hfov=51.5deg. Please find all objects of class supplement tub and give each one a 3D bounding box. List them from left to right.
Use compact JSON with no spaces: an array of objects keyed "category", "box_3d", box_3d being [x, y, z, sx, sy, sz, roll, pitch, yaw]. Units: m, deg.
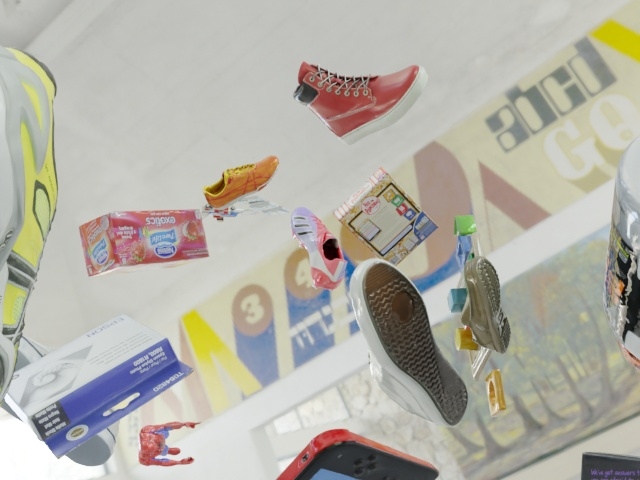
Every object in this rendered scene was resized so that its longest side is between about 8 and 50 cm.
[{"category":"supplement tub","box_3d":[0.463,0.029,0.816,0.207,0.207,0.338,-25,-44,-4]}]

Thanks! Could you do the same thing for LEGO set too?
[{"category":"LEGO set","box_3d":[-0.239,-0.079,1.984,0.244,0.060,0.182,-6,-13,28]}]

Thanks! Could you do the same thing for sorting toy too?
[{"category":"sorting toy","box_3d":[0.245,0.113,1.089,0.047,0.348,0.196,-3,-37,0]}]

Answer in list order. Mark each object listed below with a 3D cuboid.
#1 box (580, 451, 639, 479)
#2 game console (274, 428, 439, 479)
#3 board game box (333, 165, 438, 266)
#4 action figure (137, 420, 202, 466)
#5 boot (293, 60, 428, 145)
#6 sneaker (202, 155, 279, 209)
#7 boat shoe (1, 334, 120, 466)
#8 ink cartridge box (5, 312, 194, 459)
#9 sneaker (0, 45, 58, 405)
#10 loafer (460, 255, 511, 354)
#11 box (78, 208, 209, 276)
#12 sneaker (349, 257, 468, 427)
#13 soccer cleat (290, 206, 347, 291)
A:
[{"category":"box","box_3d":[0.394,0.392,0.743,0.165,0.271,0.143,20,-19,-27]},{"category":"game console","box_3d":[0.025,0.571,1.392,0.342,0.060,0.387,31,-74,-31]},{"category":"board game box","box_3d":[0.146,-0.045,1.458,0.147,0.045,0.193,-43,-60,7]},{"category":"action figure","box_3d":[-0.310,0.434,1.428,0.139,0.092,0.280,-1,-12,1]},{"category":"boot","box_3d":[0.059,-0.279,1.189,0.176,0.088,0.244,38,-35,-22]},{"category":"sneaker","box_3d":[-0.164,-0.128,1.385,0.175,0.064,0.067,-33,-50,-1]},{"category":"boat shoe","box_3d":[-0.516,0.263,1.283,0.135,0.367,0.156,-32,23,17]},{"category":"ink cartridge box","box_3d":[-0.336,0.201,0.985,0.223,0.045,0.224,-31,28,-33]},{"category":"sneaker","box_3d":[-0.283,0.024,0.544,0.385,0.145,0.147,-62,1,29]},{"category":"loafer","box_3d":[0.197,0.083,0.819,0.050,0.148,0.056,-3,34,31]},{"category":"box","box_3d":[-0.395,0.003,1.506,0.128,0.123,0.256,-16,-6,37]},{"category":"sneaker","box_3d":[0.092,0.147,0.913,0.123,0.290,0.106,2,40,47]},{"category":"soccer cleat","box_3d":[0.000,0.000,1.425,0.083,0.248,0.095,12,-52,-28]}]
